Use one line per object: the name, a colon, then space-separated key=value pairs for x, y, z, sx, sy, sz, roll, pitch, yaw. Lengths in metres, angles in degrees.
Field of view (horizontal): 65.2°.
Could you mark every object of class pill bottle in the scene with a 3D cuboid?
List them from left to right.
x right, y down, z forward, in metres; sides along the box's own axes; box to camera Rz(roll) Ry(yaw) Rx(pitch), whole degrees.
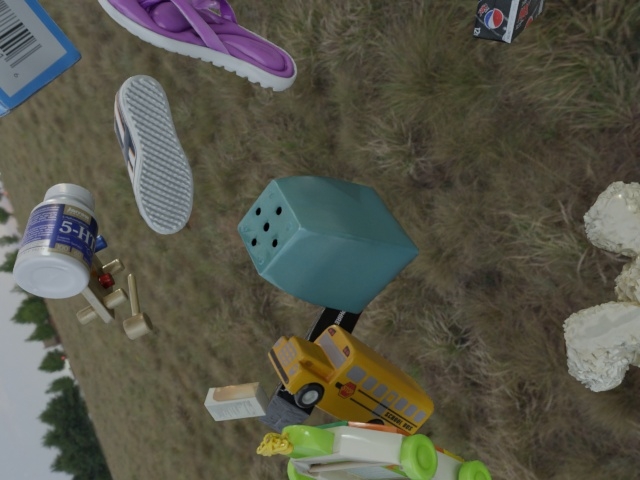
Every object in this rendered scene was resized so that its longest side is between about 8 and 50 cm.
pill bottle: x=-0.446 y=-0.006 z=0.862 sx=0.112 sy=0.111 sz=0.187 roll=105 pitch=159 yaw=-47

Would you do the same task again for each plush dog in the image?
plush dog: x=0.444 y=0.073 z=0.602 sx=0.210 sy=0.225 sz=0.263 roll=3 pitch=76 yaw=52

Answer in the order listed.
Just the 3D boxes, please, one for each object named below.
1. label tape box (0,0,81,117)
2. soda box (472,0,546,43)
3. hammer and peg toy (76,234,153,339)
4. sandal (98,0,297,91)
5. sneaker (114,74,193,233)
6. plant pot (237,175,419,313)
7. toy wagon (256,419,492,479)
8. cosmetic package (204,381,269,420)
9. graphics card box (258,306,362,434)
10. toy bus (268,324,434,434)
label tape box: x=-0.424 y=-0.204 z=0.458 sx=0.333 sy=0.106 sz=0.241 roll=-5 pitch=133 yaw=34
soda box: x=0.267 y=-0.328 z=0.689 sx=0.053 sy=0.169 sz=0.060 roll=22 pitch=137 yaw=26
hammer and peg toy: x=-0.591 y=0.099 z=1.305 sx=0.266 sy=0.127 sz=0.362 roll=46 pitch=162 yaw=57
sandal: x=-0.215 y=-0.432 z=0.984 sx=0.102 sy=0.416 sz=0.170 roll=-42 pitch=48 yaw=39
sneaker: x=-0.353 y=-0.177 z=1.063 sx=0.127 sy=0.126 sz=0.322 roll=16 pitch=115 yaw=58
plant pot: x=0.000 y=0.000 z=0.805 sx=0.165 sy=0.234 sz=0.166 roll=-49 pitch=53 yaw=25
toy wagon: x=0.066 y=0.328 z=0.737 sx=0.344 sy=0.068 sz=0.267 roll=33 pitch=138 yaw=-26
cosmetic package: x=-0.168 y=0.326 z=1.014 sx=0.041 sy=0.115 sz=0.060 roll=-81 pitch=-24 yaw=-54
graphics card box: x=-0.009 y=0.276 z=1.232 sx=0.094 sy=0.371 sz=0.233 roll=32 pitch=144 yaw=3
toy bus: x=0.063 y=0.264 z=0.922 sx=0.332 sy=0.130 sz=0.108 roll=40 pitch=-176 yaw=-34
